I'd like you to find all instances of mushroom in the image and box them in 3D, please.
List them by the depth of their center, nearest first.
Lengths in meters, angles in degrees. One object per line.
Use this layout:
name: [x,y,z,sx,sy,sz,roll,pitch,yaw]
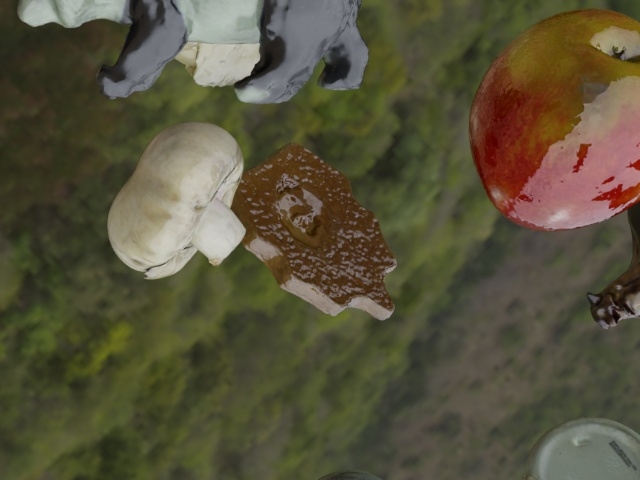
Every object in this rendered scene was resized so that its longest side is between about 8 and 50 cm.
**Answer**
mushroom: [-0.122,-0.032,1.516,0.154,0.122,0.154,-52,175,-7]

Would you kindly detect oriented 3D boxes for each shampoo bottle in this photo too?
shampoo bottle: [0.166,0.220,1.117,0.085,0.085,0.262,-37,151,-25]

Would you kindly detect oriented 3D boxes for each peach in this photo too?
peach: [0.224,-0.101,1.453,0.190,0.190,0.192,-25,159,-45]

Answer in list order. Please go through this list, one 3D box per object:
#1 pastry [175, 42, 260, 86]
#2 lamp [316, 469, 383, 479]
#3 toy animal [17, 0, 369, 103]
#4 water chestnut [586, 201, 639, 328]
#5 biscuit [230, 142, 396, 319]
pastry: [-0.096,-0.214,1.445,0.166,0.165,0.088,-22,164,-48]
lamp: [0.026,0.256,1.480,0.105,0.105,0.105,-39,158,-19]
toy animal: [-0.080,-0.151,1.071,0.094,0.225,0.121,-90,180,-79]
water chestnut: [0.438,0.024,1.816,0.302,0.350,0.350,-15,155,-2]
biscuit: [-0.001,0.001,1.746,0.034,0.215,0.182,-44,174,40]
